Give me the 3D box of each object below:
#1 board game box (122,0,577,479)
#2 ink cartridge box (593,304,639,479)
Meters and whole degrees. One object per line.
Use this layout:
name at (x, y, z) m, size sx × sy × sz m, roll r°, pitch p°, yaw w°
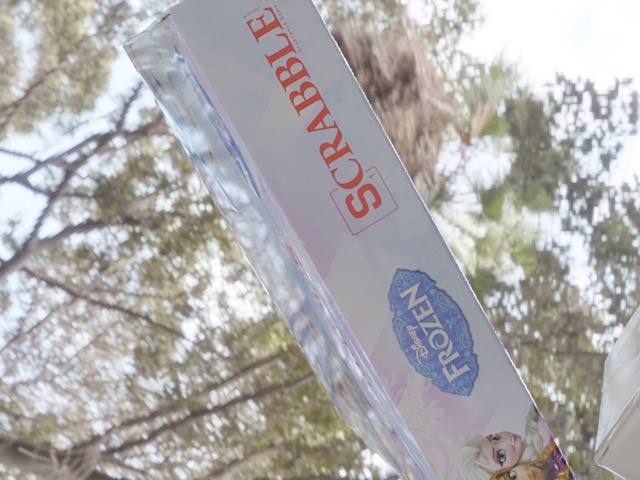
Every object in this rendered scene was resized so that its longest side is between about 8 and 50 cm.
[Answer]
board game box at (0.000, 0.000, 0.744) m, size 0.066 × 0.318 × 0.318 m, roll -32°, pitch -78°, yaw -8°
ink cartridge box at (0.210, 0.080, 0.553) m, size 0.154 × 0.212 × 0.093 m, roll 34°, pitch -77°, yaw 8°
